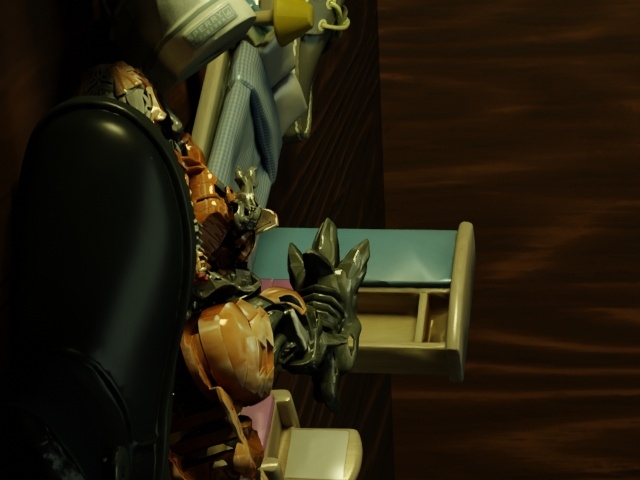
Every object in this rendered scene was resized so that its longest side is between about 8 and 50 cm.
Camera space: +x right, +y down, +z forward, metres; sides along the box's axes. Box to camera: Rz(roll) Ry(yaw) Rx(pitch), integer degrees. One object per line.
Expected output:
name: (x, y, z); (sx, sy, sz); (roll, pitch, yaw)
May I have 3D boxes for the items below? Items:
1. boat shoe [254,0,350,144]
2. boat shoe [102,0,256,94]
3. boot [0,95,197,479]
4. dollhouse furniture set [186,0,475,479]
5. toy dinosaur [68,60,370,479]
boat shoe: (-0.019, -0.236, 1.760); (0.109, 0.091, 0.305); (49, 41, -79)
boat shoe: (-0.094, -0.142, 1.160); (0.081, 0.079, 0.227); (55, -10, -5)
boot: (-0.122, 0.061, 0.905); (0.207, 0.094, 0.247); (-62, 154, -79)
dollhouse furniture set: (0.000, 0.000, 1.430); (0.303, 0.198, 0.286); (78, 17, -48)
toy dinosaur: (-0.078, 0.060, 1.109); (0.218, 0.164, 0.322); (3, 90, -75)
